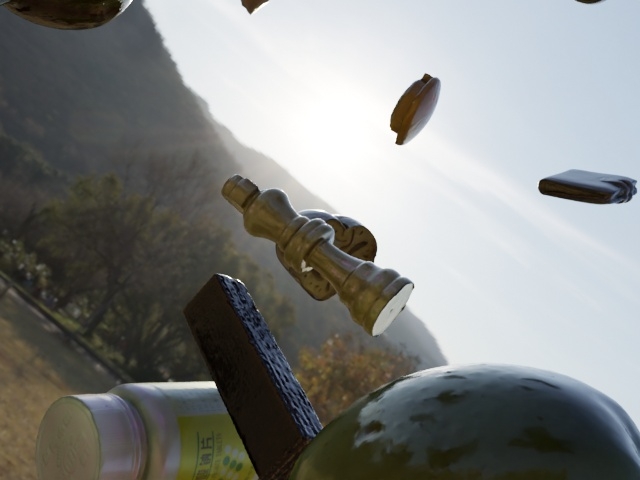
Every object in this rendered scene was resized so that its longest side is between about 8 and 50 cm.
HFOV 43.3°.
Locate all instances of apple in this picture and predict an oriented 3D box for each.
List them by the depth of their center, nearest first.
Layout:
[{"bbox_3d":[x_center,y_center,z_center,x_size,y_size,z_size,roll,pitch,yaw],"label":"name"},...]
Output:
[{"bbox_3d":[0.191,0.355,0.902,0.474,0.473,0.473,39,-9,7],"label":"apple"}]

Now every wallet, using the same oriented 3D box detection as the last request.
[{"bbox_3d":[0.400,-0.078,1.197,0.118,0.038,0.153,14,16,34],"label":"wallet"}]

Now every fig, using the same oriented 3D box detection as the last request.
[{"bbox_3d":[-0.245,-0.249,0.736,0.142,0.186,0.148,40,-35,-22],"label":"fig"}]

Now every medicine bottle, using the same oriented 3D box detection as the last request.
[{"bbox_3d":[-0.280,0.355,1.410,0.214,0.213,0.379,34,15,38],"label":"medicine bottle"}]

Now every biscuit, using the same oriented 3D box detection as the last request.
[{"bbox_3d":[-0.114,0.218,1.324,0.073,0.107,0.388,26,23,-47],"label":"biscuit"}]

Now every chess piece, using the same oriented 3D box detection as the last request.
[{"bbox_3d":[-0.021,0.005,1.431,0.397,0.117,0.117,38,-9,21],"label":"chess piece"}]

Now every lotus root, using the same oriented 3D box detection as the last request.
[{"bbox_3d":[0.000,-0.001,1.758,0.188,0.199,0.180,60,-4,-38],"label":"lotus root"}]

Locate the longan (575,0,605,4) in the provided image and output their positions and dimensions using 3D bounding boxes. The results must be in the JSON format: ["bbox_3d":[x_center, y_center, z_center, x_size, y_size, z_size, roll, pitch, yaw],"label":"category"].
[{"bbox_3d":[0.454,-0.435,1.320,0.119,0.106,0.106,19,-20,39],"label":"longan"}]

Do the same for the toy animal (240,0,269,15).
[{"bbox_3d":[-0.060,-0.313,0.620,0.256,0.195,0.213,40,11,-32],"label":"toy animal"}]

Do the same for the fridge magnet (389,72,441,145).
[{"bbox_3d":[0.173,-0.238,1.476,0.063,0.143,0.143,34,-10,10],"label":"fridge magnet"}]
